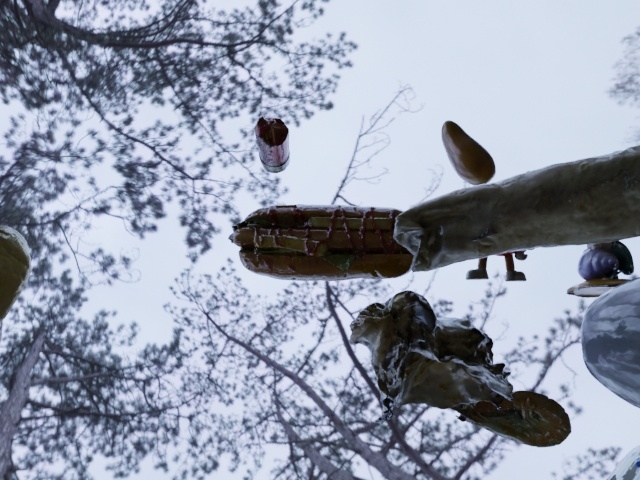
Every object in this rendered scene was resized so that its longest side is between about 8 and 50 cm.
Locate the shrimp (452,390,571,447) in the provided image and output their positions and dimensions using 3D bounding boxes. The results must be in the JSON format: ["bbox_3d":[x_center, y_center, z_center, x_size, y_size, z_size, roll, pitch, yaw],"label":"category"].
[{"bbox_3d":[0.340,0.311,1.017,0.216,0.051,0.115,10,-71,16],"label":"shrimp"}]

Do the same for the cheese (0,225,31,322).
[{"bbox_3d":[-0.631,0.080,1.037,0.117,0.213,0.226,39,-120,-32],"label":"cheese"}]

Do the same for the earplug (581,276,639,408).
[{"bbox_3d":[0.485,0.166,0.687,0.325,0.175,0.214,32,-131,8],"label":"earplug"}]

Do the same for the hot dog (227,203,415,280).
[{"bbox_3d":[0.000,0.000,0.710,0.249,0.076,0.105,4,-108,10],"label":"hot dog"}]

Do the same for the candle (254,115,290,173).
[{"bbox_3d":[-0.072,-0.149,0.853,0.051,0.131,0.052,0,-105,-1],"label":"candle"}]

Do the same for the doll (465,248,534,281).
[{"bbox_3d":[0.441,-0.006,1.386,0.183,0.085,0.218,3,-83,-4],"label":"doll"}]

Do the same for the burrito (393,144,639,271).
[{"bbox_3d":[0.172,-0.023,0.461,0.225,0.061,0.087,-12,-46,9],"label":"burrito"}]

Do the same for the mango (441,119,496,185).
[{"bbox_3d":[0.343,-0.205,1.334,0.084,0.184,0.102,-36,-26,4],"label":"mango"}]

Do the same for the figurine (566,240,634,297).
[{"bbox_3d":[0.617,-0.013,1.212,0.180,0.208,0.257,21,-113,-56],"label":"figurine"}]

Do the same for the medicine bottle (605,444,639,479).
[{"bbox_3d":[0.418,0.401,0.716,0.292,0.170,0.170,-24,-72,-38],"label":"medicine bottle"}]

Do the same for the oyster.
[{"bbox_3d":[0.130,0.168,0.743,0.197,0.133,0.337,-30,-35,17],"label":"oyster"}]
